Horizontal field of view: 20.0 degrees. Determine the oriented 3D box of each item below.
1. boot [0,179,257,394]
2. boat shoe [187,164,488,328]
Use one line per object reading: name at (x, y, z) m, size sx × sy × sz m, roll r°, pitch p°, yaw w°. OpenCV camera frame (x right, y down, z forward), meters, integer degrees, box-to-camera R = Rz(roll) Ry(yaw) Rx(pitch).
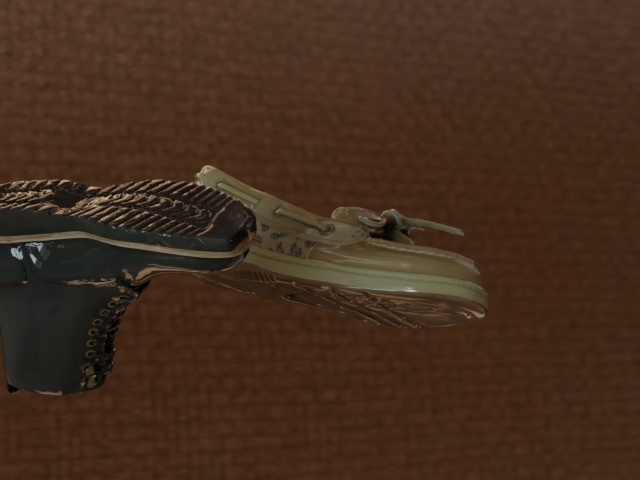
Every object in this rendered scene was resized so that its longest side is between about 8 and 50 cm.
boot at (-0.121, 0.037, 1.109) m, size 0.077 × 0.198 × 0.137 m, roll -34°, pitch 123°, yaw -51°
boat shoe at (0.000, 0.000, 1.310) m, size 0.104 × 0.285 × 0.089 m, roll 33°, pitch 72°, yaw -52°
